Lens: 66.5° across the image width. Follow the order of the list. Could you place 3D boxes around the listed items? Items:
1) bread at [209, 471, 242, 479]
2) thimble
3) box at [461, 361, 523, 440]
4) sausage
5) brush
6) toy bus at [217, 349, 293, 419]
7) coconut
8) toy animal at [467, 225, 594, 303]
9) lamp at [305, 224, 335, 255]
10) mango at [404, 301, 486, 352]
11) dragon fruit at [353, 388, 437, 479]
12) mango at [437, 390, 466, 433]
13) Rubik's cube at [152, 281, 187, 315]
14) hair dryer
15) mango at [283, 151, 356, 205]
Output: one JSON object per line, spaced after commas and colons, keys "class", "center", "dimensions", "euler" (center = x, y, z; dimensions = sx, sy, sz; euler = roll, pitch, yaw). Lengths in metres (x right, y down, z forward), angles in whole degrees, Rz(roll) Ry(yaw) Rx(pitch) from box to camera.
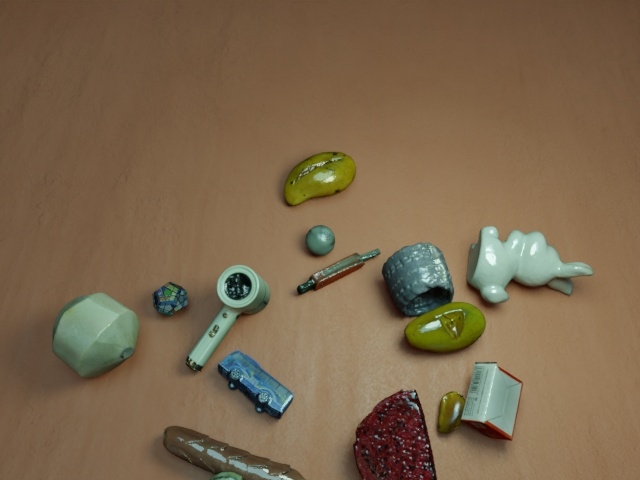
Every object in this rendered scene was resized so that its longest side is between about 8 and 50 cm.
{"class": "bread", "center": [-0.267, 0.703, 1.248], "dimensions": [0.232, 0.064, 0.172], "euler": [-41, 87, -3]}
{"class": "thimble", "center": [0.315, 0.127, 1.538], "dimensions": [0.205, 0.236, 0.172], "euler": [-7, 58, -18]}
{"class": "box", "center": [0.494, 0.461, 1.411], "dimensions": [0.133, 0.099, 0.182], "euler": [34, 61, -22]}
{"class": "sausage", "center": [-0.233, 0.601, 1.319], "dimensions": [0.433, 0.088, 0.087], "euler": [17, 61, 7]}
{"class": "brush", "center": [0.062, 0.096, 1.638], "dimensions": [0.323, 0.070, 0.051], "euler": [-24, 66, -19]}
{"class": "toy bus", "center": [-0.191, 0.421, 1.433], "dimensions": [0.237, 0.079, 0.094], "euler": [35, 48, 15]}
{"class": "coconut", "center": [-0.636, 0.277, 1.406], "dimensions": [0.241, 0.241, 0.241], "euler": [2, 60, -3]}
{"class": "toy animal", "center": [0.675, 0.096, 1.609], "dimensions": [0.368, 0.196, 0.241], "euler": [2, 67, -1]}
{"class": "lamp", "center": [0.000, 0.000, 1.666], "dimensions": [0.105, 0.105, 0.105], "euler": [2, 60, -3]}
{"class": "mango", "center": [0.384, 0.272, 1.511], "dimensions": [0.262, 0.167, 0.130], "euler": [-15, 48, -8]}
{"class": "dragon fruit", "center": [0.202, 0.575, 1.339], "dimensions": [0.205, 0.152, 0.316], "euler": [-11, 74, 10]}
{"class": "mango", "center": [0.383, 0.505, 1.426], "dimensions": [0.077, 0.063, 0.127], "euler": [9, 61, 38]}
{"class": "Rubik's cube", "center": [-0.473, 0.183, 1.535], "dimensions": [0.093, 0.111, 0.111], "euler": [-4, 56, 26]}
{"class": "hair dryer", "center": [-0.296, 0.250, 1.476], "dimensions": [0.128, 0.203, 0.362], "euler": [33, 80, 11]}
{"class": "mango", "center": [-0.006, -0.234, 1.789], "dimensions": [0.295, 0.120, 0.177], "euler": [-23, 62, -16]}
